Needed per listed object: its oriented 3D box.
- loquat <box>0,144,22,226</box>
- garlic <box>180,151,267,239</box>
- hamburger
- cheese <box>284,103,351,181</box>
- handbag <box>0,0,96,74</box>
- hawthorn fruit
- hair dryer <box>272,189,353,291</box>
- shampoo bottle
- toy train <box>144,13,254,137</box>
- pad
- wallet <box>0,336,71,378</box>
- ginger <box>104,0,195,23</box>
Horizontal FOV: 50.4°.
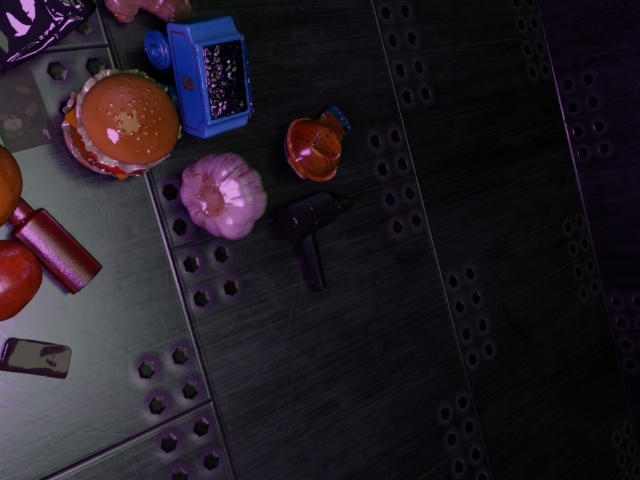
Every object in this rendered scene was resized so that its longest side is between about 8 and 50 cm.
[{"bbox_3d":[-0.759,-0.115,1.445,0.235,0.235,0.234,4,83,-37],"label":"loquat"},{"bbox_3d":[-0.246,-0.128,1.873,0.253,0.245,0.244,-34,108,-68],"label":"garlic"},{"bbox_3d":[-0.483,-0.291,1.683,0.275,0.212,0.274,4,83,-37],"label":"hamburger"},{"bbox_3d":[-0.001,-0.307,2.110,0.217,0.129,0.329,50,47,-18],"label":"cheese"},{"bbox_3d":[-0.718,-0.578,1.579,0.275,0.178,0.301,-35,110,11],"label":"handbag"},{"bbox_3d":[-0.712,0.083,1.502,0.189,0.189,0.189,4,83,-37],"label":"hawthorn fruit"},{"bbox_3d":[0.000,0.000,2.105,0.244,0.116,0.302,-24,111,-36],"label":"hair dryer"},{"bbox_3d":[-0.647,0.005,1.620,0.260,0.064,0.102,50,59,-22],"label":"shampoo bottle"},{"bbox_3d":[-0.313,-0.427,1.776,0.188,0.265,0.300,-27,125,-37],"label":"toy train"},{"bbox_3d":[-0.724,-0.314,1.634,0.127,0.004,0.190,-26,100,-37],"label":"pad"},{"bbox_3d":[-0.669,0.278,1.605,0.157,0.018,0.082,16,76,-35],"label":"wallet"},{"bbox_3d":[-0.455,-0.660,1.802,0.276,0.130,0.221,41,74,-28],"label":"ginger"}]
